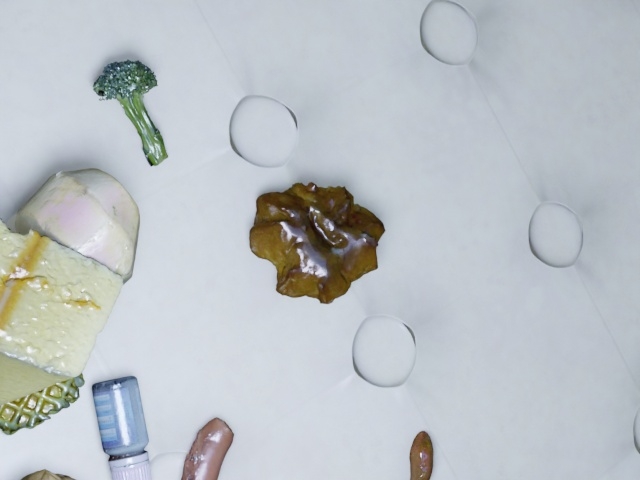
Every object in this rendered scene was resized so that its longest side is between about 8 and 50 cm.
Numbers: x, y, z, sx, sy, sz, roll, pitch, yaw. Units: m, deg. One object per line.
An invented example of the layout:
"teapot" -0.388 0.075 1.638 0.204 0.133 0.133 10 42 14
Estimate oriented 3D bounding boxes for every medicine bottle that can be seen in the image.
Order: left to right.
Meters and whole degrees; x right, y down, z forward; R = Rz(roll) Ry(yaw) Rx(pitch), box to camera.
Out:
"medicine bottle" -0.344 0.343 1.917 0.083 0.083 0.203 -10 85 -25

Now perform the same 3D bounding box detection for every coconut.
"coconut" -0.415 -0.004 1.869 0.237 0.236 0.197 -51 139 -21

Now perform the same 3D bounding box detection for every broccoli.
"broccoli" -0.333 -0.236 2.012 0.118 0.122 0.204 -26 108 -10

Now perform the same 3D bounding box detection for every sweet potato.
"sweet potato" 0.201 0.487 2.163 0.050 0.050 0.214 1 86 -24

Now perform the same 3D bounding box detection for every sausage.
"sausage" -0.228 0.464 1.958 0.078 0.078 0.304 23 73 -19

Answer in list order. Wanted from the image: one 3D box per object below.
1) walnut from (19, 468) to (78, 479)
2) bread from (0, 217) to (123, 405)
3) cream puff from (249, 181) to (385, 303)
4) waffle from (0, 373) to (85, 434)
"walnut" -0.446 0.496 1.790 0.198 0.198 0.245 -5 93 -25
"bread" -0.597 0.130 1.746 0.345 0.405 0.242 39 43 -31
"cream puff" 0.000 0.000 2.090 0.268 0.155 0.241 -19 85 -19
"waffle" -0.512 0.220 1.875 0.214 0.054 0.208 -17 88 -24
